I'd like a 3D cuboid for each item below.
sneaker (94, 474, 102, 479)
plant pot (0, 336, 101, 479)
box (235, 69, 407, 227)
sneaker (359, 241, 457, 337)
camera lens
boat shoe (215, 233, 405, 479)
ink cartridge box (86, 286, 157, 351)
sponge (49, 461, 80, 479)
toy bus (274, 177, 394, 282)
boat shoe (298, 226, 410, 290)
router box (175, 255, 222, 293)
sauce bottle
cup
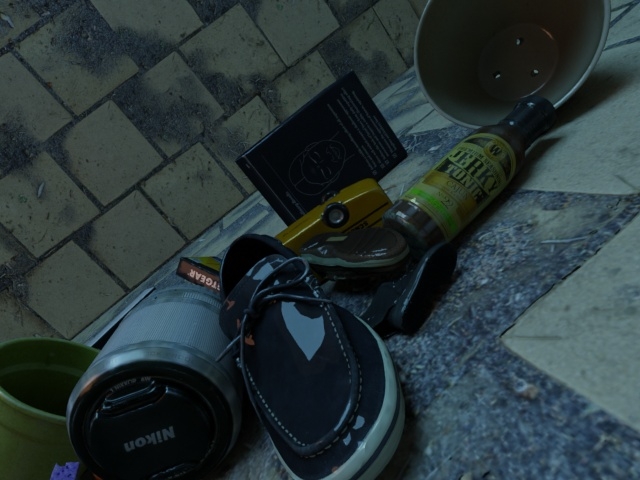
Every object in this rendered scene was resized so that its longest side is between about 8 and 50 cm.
[{"bbox_3d":[-0.324,0.371,0.670,0.175,0.067,0.064,-26,19,29],"label":"sneaker"},{"bbox_3d":[-0.518,0.360,0.757,0.254,0.276,0.276,-62,19,0],"label":"plant pot"},{"bbox_3d":[-0.002,-0.247,1.217,0.395,0.293,0.212,-41,17,-10],"label":"box"},{"bbox_3d":[0.116,0.070,0.573,0.170,0.051,0.089,-55,23,-17],"label":"sneaker"},{"bbox_3d":[-0.228,0.209,0.632,0.219,0.219,0.274,-37,17,3],"label":"camera lens"},{"bbox_3d":[-0.056,0.117,0.566,0.187,0.156,0.500,-46,26,2],"label":"boat shoe"},{"bbox_3d":[-0.478,0.300,0.970,0.069,0.176,0.371,-16,28,49],"label":"ink cartridge box"},{"bbox_3d":[-0.304,0.380,0.453,0.117,0.031,0.210,-2,80,64],"label":"sponge"},{"bbox_3d":[0.000,0.000,0.858,0.333,0.130,0.108,-35,18,11],"label":"toy bus"},{"bbox_3d":[0.065,0.037,0.699,0.095,0.095,0.257,-36,19,-23],"label":"boat shoe"},{"bbox_3d":[-0.221,0.089,0.947,0.133,0.179,0.046,1,-71,-69],"label":"router box"},{"bbox_3d":[0.253,-0.114,0.676,0.344,0.111,0.111,-44,18,-12],"label":"sauce bottle"},{"bbox_3d":[0.390,-0.389,0.844,0.331,0.331,0.237,-27,-5,33],"label":"cup"}]
